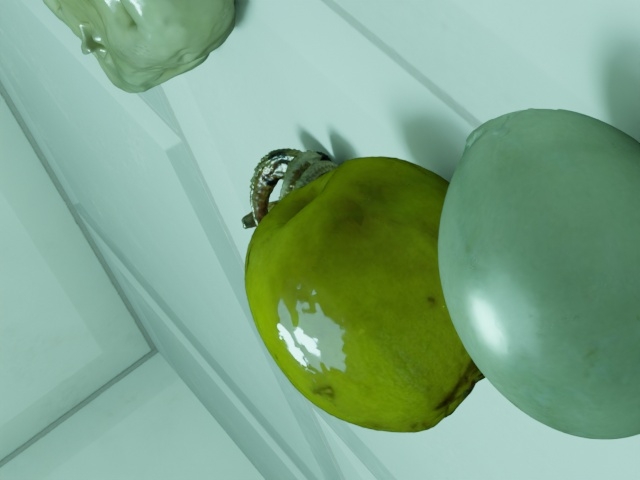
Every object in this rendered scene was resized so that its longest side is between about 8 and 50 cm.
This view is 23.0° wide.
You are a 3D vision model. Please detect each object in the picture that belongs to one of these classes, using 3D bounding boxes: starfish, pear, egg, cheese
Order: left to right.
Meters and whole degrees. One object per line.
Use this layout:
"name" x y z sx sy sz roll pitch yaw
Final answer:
"cheese" -0.139 -0.186 1.120 0.159 0.093 0.263 54 168 -5
"starfish" -0.001 0.001 1.150 0.146 0.074 0.190 58 168 -13
"pear" 0.037 0.032 0.914 0.162 0.149 0.149 48 169 -3
"egg" 0.108 0.014 0.664 0.152 0.114 0.114 59 167 -18
